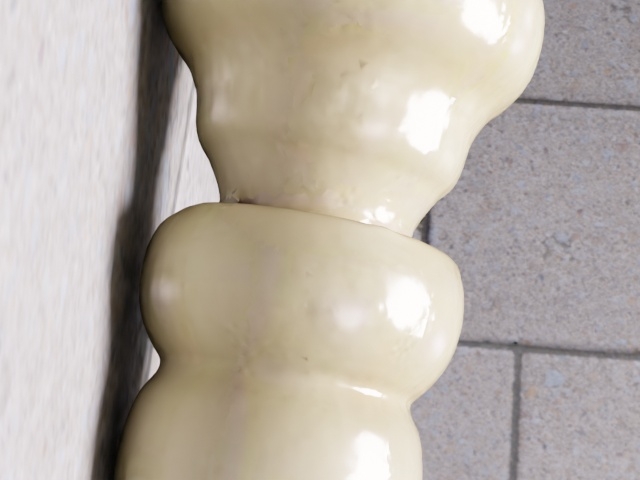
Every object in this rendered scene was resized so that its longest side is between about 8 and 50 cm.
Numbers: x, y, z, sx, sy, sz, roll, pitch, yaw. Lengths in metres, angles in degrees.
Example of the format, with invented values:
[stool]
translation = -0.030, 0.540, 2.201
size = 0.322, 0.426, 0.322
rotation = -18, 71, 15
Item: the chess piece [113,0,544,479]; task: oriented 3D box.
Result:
[chess piece]
translation = 0.000, 0.000, 0.671
size = 0.167, 0.167, 0.300
rotation = 78, 21, -79
